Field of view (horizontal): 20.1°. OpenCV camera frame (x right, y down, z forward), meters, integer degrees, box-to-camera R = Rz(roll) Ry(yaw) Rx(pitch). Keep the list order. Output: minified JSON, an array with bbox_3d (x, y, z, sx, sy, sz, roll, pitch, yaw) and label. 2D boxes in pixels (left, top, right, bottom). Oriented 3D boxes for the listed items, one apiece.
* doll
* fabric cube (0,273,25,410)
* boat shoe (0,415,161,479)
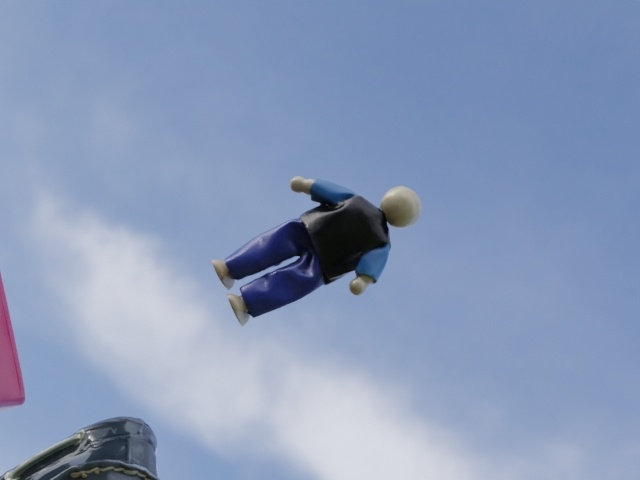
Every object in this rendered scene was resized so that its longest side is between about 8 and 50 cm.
[{"bbox_3d":[0.000,0.000,1.581,0.046,0.189,0.129,66,0,-65],"label":"doll"},{"bbox_3d":[-0.435,0.049,1.476,0.259,0.258,0.254,-14,-94,21],"label":"fabric cube"},{"bbox_3d":[-0.175,0.176,0.928,0.095,0.079,0.254,33,-59,-27],"label":"boat shoe"}]
